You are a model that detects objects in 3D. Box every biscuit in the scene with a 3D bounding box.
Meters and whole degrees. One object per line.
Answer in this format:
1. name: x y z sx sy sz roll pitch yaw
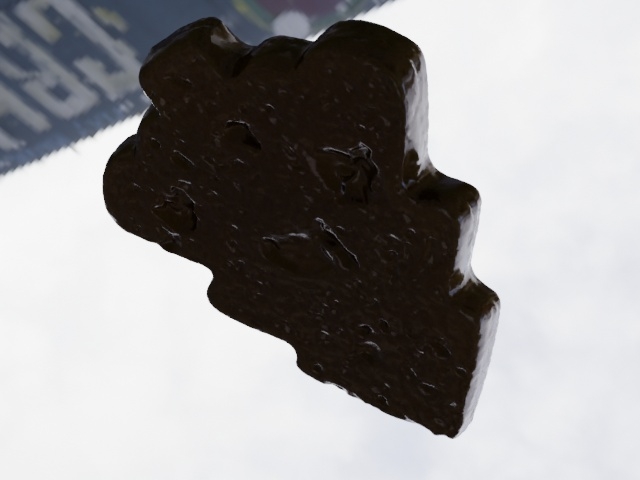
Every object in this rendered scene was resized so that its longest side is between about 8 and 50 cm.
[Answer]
1. biscuit: 0.001 -0.001 0.864 0.278 0.301 0.043 -15 -154 44
